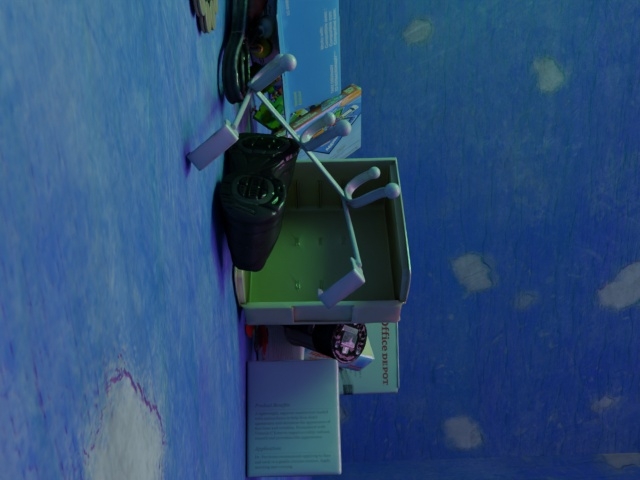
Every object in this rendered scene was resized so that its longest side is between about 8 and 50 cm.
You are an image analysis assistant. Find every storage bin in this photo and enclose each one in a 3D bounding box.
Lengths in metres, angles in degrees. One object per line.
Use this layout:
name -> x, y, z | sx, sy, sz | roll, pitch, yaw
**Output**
storage bin -> 0.000, 0.000, 1.083 | 0.123, 0.262, 0.261 | 91, -2, -50

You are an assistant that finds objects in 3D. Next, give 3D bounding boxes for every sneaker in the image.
sneaker -> -0.094, -0.065, 0.959 | 0.286, 0.108, 0.130 | -78, 177, -57

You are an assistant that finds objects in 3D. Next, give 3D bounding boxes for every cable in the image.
cable -> -0.105, -0.313, 1.006 | 0.287, 0.072, 0.140 | -93, 180, -56

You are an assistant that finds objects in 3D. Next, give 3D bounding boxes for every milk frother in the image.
milk frother -> 0.010, 0.124, 1.170 | 0.129, 0.134, 0.143 | 46, 66, -35

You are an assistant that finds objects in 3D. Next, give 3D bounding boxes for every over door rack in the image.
over door rack -> -0.009, -0.101, 0.838 | 0.239, 0.108, 0.324 | 48, 25, -18

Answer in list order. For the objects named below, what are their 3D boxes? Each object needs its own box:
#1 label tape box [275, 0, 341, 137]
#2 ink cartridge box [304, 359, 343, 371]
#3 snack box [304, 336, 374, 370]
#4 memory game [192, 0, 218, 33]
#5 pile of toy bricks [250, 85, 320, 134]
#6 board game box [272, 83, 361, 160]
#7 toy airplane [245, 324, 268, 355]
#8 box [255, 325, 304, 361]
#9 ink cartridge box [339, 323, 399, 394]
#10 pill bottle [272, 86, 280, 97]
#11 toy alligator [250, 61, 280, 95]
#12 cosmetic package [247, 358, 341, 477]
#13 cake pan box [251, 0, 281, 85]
label tape box -> -0.020, -0.378, 1.153 | 0.241, 0.105, 0.334 | 87, -1, -50
ink cartridge box -> -0.033, 0.198, 1.521 | 0.154, 0.093, 0.213 | 35, 34, -29
snack box -> -0.001, 0.126, 1.486 | 0.060, 0.187, 0.322 | -42, -134, 29
memory game -> -0.140, -0.339, 0.777 | 0.186, 0.012, 0.186 | -3, 90, -89
pile of toy bricks -> -0.085, -0.234, 1.294 | 0.212, 0.105, 0.118 | -60, -168, -16
board game box -> -0.026, -0.169, 1.245 | 0.027, 0.281, 0.145 | 35, -33, 29
toy airplane -> -0.109, 0.138, 1.163 | 0.151, 0.028, 0.151 | -1, 90, -88
box -> -0.076, 0.178, 1.278 | 0.101, 0.087, 0.102 | -89, 177, -79
ink cartridge box -> 0.044, 0.277, 1.728 | 0.129, 0.307, 0.223 | -80, 168, -85
pill bottle -> -0.064, -0.474, 1.679 | 0.265, 0.153, 0.153 | 86, 2, -58
toy alligator -> -0.116, -0.316, 1.262 | 0.051, 0.056, 0.189 | 46, 3, 0
cosmetic package -> -0.042, 0.302, 1.125 | 0.151, 0.151, 0.184 | 85, 4, -72
cake pan box -> -0.111, -0.491, 1.365 | 0.246, 0.070, 0.267 | 93, -5, -78
